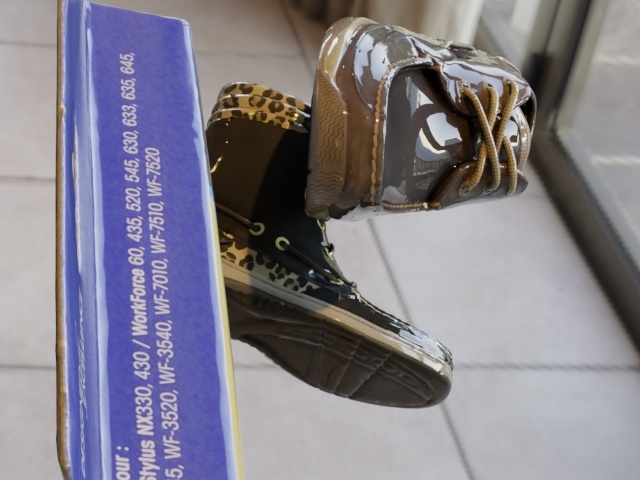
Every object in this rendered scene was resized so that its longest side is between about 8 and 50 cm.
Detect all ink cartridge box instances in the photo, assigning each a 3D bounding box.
[{"bbox_3d":[-0.070,0.055,0.631,0.072,0.307,0.303,-2,48,-8],"label":"ink cartridge box"}]

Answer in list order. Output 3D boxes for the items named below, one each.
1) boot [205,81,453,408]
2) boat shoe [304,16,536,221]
[{"bbox_3d":[0.000,-0.001,1.000,0.236,0.085,0.178,24,54,-1],"label":"boot"},{"bbox_3d":[0.081,-0.087,1.000,0.130,0.132,0.355,6,15,14],"label":"boat shoe"}]
